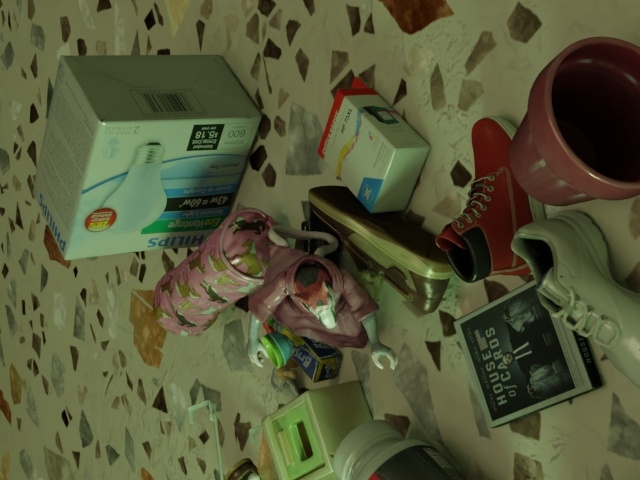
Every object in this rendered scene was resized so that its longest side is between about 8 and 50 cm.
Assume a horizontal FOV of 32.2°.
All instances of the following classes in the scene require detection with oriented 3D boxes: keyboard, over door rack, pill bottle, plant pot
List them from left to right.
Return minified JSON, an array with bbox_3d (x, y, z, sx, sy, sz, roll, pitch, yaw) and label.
[{"bbox_3d":[-0.112,0.458,2.127,0.108,0.239,0.324,-34,55,15],"label":"over door rack"},{"bbox_3d":[0.000,0.000,2.072,0.108,0.023,0.180,16,108,47],"label":"keyboard"},{"bbox_3d":[0.159,0.433,1.783,0.318,0.176,0.176,41,128,44],"label":"pill bottle"},{"bbox_3d":[0.339,-0.132,1.426,0.180,0.201,0.201,131,124,-66],"label":"plant pot"}]

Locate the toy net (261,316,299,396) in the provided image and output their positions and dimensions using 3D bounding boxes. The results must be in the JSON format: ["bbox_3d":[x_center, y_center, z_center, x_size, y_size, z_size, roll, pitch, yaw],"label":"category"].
[{"bbox_3d":[-0.089,0.230,2.141,0.122,0.045,0.232,50,158,31],"label":"toy net"}]

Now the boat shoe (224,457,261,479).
[{"bbox_3d":[-0.153,0.515,2.310,0.073,0.073,0.207,49,163,21],"label":"boat shoe"}]

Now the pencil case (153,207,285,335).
[{"bbox_3d":[-0.211,0.073,2.260,0.386,0.167,0.160,-37,45,52],"label":"pencil case"}]

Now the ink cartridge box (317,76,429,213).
[{"bbox_3d":[0.074,-0.167,1.882,0.231,0.078,0.134,50,134,39],"label":"ink cartridge box"}]

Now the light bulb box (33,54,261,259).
[{"bbox_3d":[-0.363,-0.173,2.269,0.225,0.357,0.361,57,139,36],"label":"light bulb box"}]

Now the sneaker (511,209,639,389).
[{"bbox_3d":[0.357,0.088,1.476,0.297,0.129,0.111,55,135,32],"label":"sneaker"}]

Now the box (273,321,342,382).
[{"bbox_3d":[-0.029,0.197,2.120,0.169,0.054,0.059,44,130,41],"label":"box"}]

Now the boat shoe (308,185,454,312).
[{"bbox_3d":[0.090,0.012,1.863,0.342,0.123,0.123,33,121,41],"label":"boat shoe"}]

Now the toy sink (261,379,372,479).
[{"bbox_3d":[-0.014,0.375,2.062,0.234,0.131,0.153,-39,64,51],"label":"toy sink"}]

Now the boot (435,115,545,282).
[{"bbox_3d":[0.228,-0.063,1.595,0.088,0.176,0.244,-31,69,55],"label":"boot"}]

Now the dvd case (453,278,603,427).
[{"bbox_3d":[0.303,0.166,1.656,0.238,0.029,0.179,-37,66,51],"label":"dvd case"}]

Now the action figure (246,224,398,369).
[{"bbox_3d":[0.009,0.082,1.849,0.370,0.248,0.276,89,-175,-79],"label":"action figure"}]
